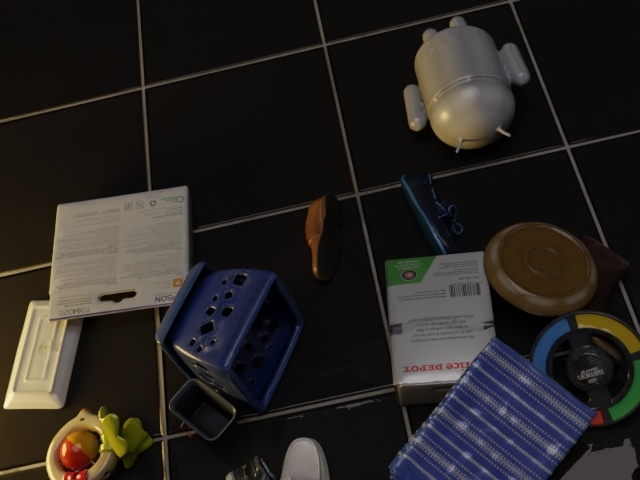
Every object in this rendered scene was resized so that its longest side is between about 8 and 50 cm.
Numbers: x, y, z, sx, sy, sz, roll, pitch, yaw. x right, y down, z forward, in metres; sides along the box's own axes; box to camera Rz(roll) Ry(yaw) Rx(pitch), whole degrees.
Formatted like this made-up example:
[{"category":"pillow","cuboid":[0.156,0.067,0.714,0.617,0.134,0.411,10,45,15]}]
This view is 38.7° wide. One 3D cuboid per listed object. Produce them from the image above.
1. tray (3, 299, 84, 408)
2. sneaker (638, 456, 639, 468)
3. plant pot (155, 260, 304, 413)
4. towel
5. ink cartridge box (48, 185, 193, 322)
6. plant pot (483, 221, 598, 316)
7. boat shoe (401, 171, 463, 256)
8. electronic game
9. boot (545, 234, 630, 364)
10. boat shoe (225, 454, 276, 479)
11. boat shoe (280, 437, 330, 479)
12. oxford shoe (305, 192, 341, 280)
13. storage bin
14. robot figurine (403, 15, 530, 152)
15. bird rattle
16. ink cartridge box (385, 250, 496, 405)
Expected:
[{"category":"tray","cuboid":[-0.622,0.248,2.052,0.145,0.030,0.270,-2,58,9]},{"category":"sneaker","cuboid":[0.695,0.471,1.600,0.297,0.112,0.131,23,66,24]},{"category":"plant pot","cuboid":[-0.193,0.190,1.887,0.212,0.236,0.235,14,63,25]},{"category":"towel","cuboid":[0.316,0.378,1.694,0.243,0.040,0.336,38,87,9]},{"category":"ink cartridge box","cuboid":[-0.460,0.039,2.124,0.324,0.071,0.330,-7,58,3]},{"category":"plant pot","cuboid":[0.451,0.048,1.849,0.237,0.032,0.236,3,52,-4]},{"category":"boat shoe","cuboid":[0.260,-0.064,2.027,0.089,0.109,0.258,-19,59,-5]},{"category":"electronic game","cuboid":[0.518,0.246,1.754,0.229,0.048,0.229,2,95,18]},{"category":"boot","cuboid":[0.567,0.114,1.860,0.207,0.090,0.248,-41,56,-12]},{"category":"boat shoe","cuboid":[-0.117,0.501,1.753,0.083,0.065,0.183,-38,49,6]},{"category":"boat shoe","cuboid":[-0.039,0.498,1.738,0.098,0.096,0.277,-5,56,12]},{"category":"oxford shoe","cuboid":[0.000,0.000,2.072,0.076,0.076,0.212,-19,53,36]},{"category":"storage bin","cuboid":[-0.233,0.366,1.864,0.135,0.091,0.098,31,69,27]},{"category":"robot figurine","cuboid":[0.337,-0.359,2.137,0.300,0.200,0.353,-25,54,19]},{"category":"bird rattle","cuboid":[-0.474,0.456,1.866,0.207,0.143,0.253,27,80,37]},{"category":"ink cartridge box","cuboid":[0.247,0.181,1.863,0.211,0.121,0.289,-5,58,7]}]
